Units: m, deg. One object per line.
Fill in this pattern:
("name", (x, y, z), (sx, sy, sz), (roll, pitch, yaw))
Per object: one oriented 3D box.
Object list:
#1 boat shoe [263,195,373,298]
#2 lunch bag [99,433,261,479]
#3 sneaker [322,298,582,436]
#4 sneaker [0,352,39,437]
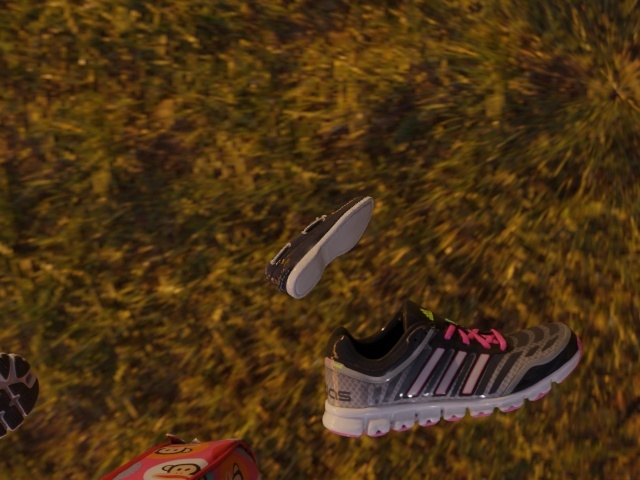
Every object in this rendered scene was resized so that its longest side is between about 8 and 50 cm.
("boat shoe", (0.000, 0.000, 1.282), (0.038, 0.046, 0.125), (26, 58, 26))
("lunch bag", (-0.103, 0.324, 1.311), (0.120, 0.258, 0.293), (-6, 98, 22))
("sneaker", (0.078, 0.070, 0.931), (0.170, 0.063, 0.074), (-13, 104, 0))
("sneaker", (-0.327, 0.159, 1.319), (0.071, 0.170, 0.068), (-6, 117, 53))
